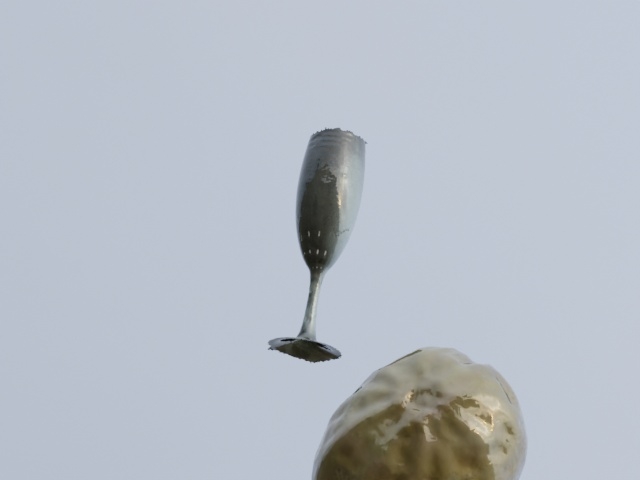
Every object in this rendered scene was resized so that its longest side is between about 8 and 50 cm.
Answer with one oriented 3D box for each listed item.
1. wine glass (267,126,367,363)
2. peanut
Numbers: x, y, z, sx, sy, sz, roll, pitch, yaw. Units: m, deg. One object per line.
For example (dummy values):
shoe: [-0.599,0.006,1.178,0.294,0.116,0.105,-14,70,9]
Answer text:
wine glass: [0.000,0.000,0.986,0.066,0.198,0.066,7,-22,3]
peanut: [0.034,0.179,0.723,0.124,0.123,0.256,28,-68,3]
